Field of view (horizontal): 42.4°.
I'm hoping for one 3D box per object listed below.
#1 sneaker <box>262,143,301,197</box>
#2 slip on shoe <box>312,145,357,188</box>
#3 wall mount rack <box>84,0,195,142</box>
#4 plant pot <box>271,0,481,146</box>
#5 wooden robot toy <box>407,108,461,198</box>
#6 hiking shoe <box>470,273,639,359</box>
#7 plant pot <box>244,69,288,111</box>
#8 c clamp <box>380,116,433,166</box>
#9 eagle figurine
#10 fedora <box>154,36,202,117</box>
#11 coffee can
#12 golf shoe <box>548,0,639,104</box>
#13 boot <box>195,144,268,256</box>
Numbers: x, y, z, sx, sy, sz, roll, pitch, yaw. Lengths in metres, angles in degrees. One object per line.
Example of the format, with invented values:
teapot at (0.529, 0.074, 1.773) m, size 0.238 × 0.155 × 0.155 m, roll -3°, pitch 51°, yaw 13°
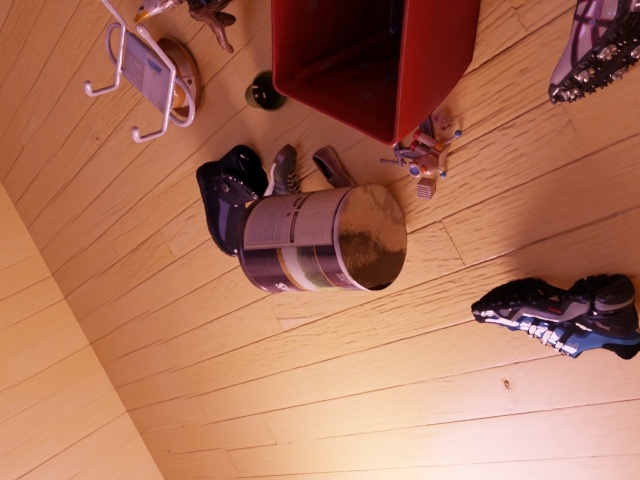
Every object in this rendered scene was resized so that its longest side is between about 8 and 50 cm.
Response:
sneaker at (-0.065, -0.115, 1.760) m, size 0.086 × 0.064 × 0.192 m, roll 40°, pitch 141°, yaw 14°
slip on shoe at (0.030, -0.123, 1.647) m, size 0.051 × 0.041 × 0.135 m, roll -26°, pitch 93°, yaw 55°
wall mount rack at (-0.416, -0.397, 1.804) m, size 0.350 × 0.130 × 0.304 m, roll 42°, pitch 136°, yaw 26°
plant pot at (0.099, -0.342, 1.245) m, size 0.267 × 0.235 × 0.267 m, roll 31°, pitch 136°, yaw 34°
wooden robot toy at (0.179, -0.136, 1.409) m, size 0.076 × 0.079 × 0.173 m, roll 26°, pitch 135°, yaw 13°
hiking shoe at (0.374, 0.137, 1.343) m, size 0.304 × 0.113 × 0.132 m, roll -6°, pitch 109°, yaw 52°
plant pot at (-0.118, -0.300, 1.685) m, size 0.079 × 0.083 × 0.083 m, roll 0°, pitch 114°, yaw 64°
c clamp at (0.145, -0.201, 1.470) m, size 0.137 × 0.022 × 0.161 m, roll 19°, pitch 128°, yaw 44°
eagle figurine at (-0.304, -0.518, 1.626) m, size 0.298 × 0.225 × 0.226 m, roll 45°, pitch 142°, yaw 20°
fedora at (-0.356, -0.370, 1.919) m, size 0.194 × 0.079 × 0.194 m, roll 30°, pitch 136°, yaw 35°
coffee can at (0.000, 0.000, 1.602) m, size 0.275 × 0.201 × 0.202 m, roll -4°, pitch 110°, yaw 44°
golf shoe at (0.377, -0.297, 1.074) m, size 0.120 × 0.105 × 0.273 m, roll 61°, pitch 142°, yaw 27°
boot at (-0.189, -0.085, 1.895) m, size 0.207 × 0.094 × 0.246 m, roll -11°, pitch 99°, yaw 57°
